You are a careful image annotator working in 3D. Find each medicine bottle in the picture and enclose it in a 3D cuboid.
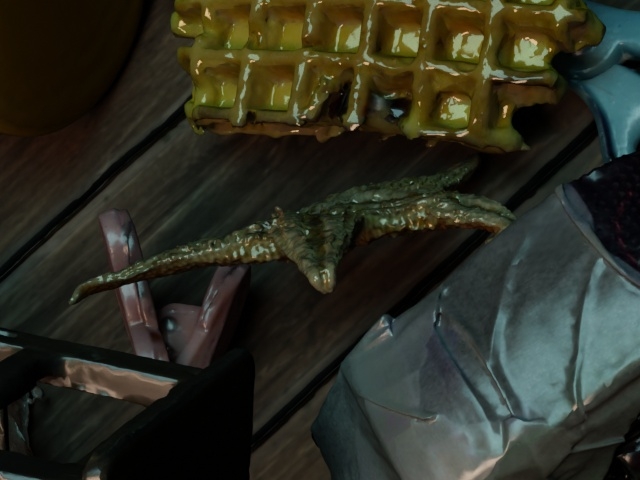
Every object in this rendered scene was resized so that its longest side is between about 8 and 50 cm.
[{"bbox_3d":[-0.285,-0.208,1.184,0.232,0.238,0.238,11,69,28],"label":"medicine bottle"}]

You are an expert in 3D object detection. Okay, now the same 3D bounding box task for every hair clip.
[{"bbox_3d":[-0.112,0.064,1.052,0.102,0.123,0.138,15,66,7],"label":"hair clip"}]

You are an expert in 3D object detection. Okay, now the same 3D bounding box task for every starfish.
[{"bbox_3d":[-0.001,-0.006,0.961,0.295,0.048,0.231,-14,10,-20],"label":"starfish"}]

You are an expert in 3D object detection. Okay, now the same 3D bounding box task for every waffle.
[{"bbox_3d":[0.036,-0.155,1.068,0.309,0.065,0.283,-41,69,16],"label":"waffle"}]

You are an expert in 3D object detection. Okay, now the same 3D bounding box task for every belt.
[{"bbox_3d":[0.139,0.087,0.889,0.289,0.184,0.164,-36,61,9],"label":"belt"}]

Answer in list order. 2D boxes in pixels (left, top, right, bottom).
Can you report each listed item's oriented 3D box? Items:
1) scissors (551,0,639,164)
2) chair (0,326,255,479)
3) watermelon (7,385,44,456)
[{"bbox_3d":[0.174,-0.122,1.067,0.393,0.032,0.180,26,77,30],"label":"scissors"},{"bbox_3d":[-0.066,0.176,0.770,0.416,0.203,0.240,3,100,14],"label":"chair"},{"bbox_3d":[-0.233,0.183,1.020,0.180,0.224,0.305,-10,48,-26],"label":"watermelon"}]
